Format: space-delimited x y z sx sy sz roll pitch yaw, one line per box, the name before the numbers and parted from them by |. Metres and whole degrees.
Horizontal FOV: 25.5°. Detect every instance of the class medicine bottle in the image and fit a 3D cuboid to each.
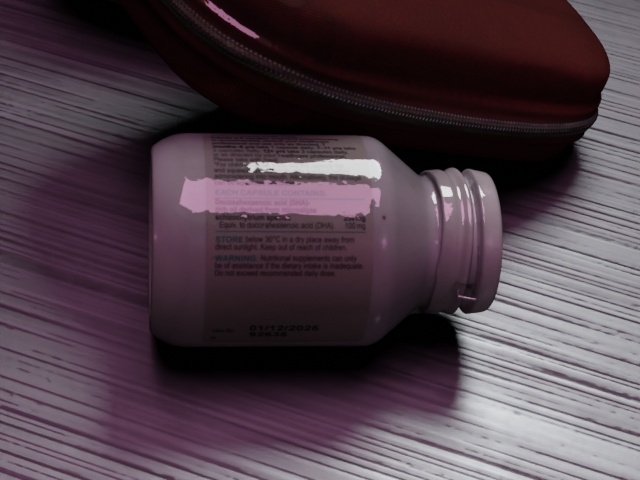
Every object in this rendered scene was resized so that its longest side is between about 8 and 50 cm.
medicine bottle | 0.000 0.000 0.894 0.215 0.135 0.135 0 41 -8

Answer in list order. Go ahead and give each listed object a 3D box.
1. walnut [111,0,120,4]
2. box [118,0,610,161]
walnut | -0.120 -0.277 1.160 0.245 0.198 0.198 23 42 4
box | 0.033 -0.165 1.020 0.404 0.108 0.263 4 39 -41
